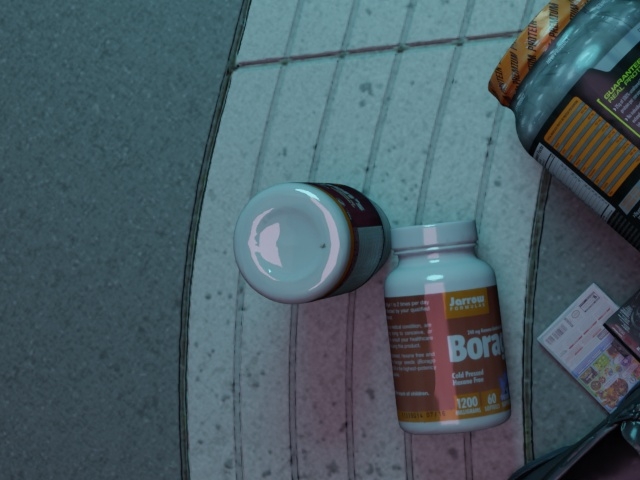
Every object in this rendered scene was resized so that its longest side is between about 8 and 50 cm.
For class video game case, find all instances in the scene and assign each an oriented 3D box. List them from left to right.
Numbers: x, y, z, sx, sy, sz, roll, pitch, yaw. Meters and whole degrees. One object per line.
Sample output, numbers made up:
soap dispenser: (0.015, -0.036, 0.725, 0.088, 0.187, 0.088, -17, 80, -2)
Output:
video game case: (0.302, 0.118, 1.556, 0.122, 0.011, 0.087, 46, 102, 11)

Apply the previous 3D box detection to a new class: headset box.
headset box: (0.338, 0.086, 1.523, 0.083, 0.032, 0.062, -44, 80, -1)

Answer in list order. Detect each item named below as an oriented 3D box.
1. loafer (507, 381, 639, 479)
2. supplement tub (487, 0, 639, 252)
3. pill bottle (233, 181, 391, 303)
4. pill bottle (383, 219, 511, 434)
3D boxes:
loafer: (0.314, 0.227, 1.506, 0.302, 0.095, 0.109, -36, 93, 16)
supplement tub: (0.330, -0.102, 1.446, 0.316, 0.193, 0.193, 44, 103, 10)
pill bottle: (0.000, 0.000, 1.531, 0.121, 0.221, 0.121, 1, 92, 17)
pill bottle: (0.130, 0.089, 1.548, 0.121, 0.121, 0.216, -7, 90, 17)
